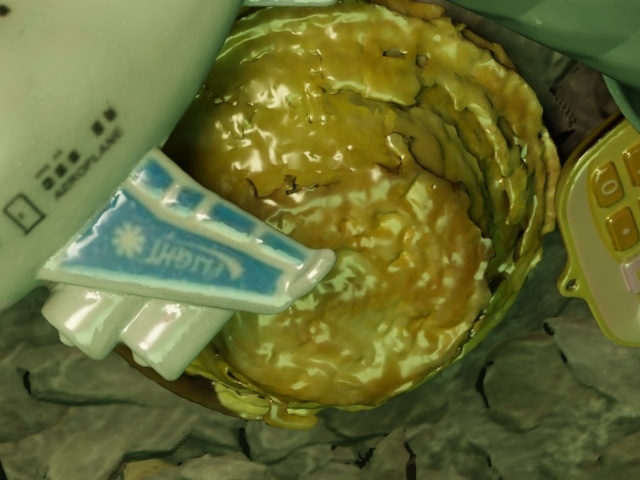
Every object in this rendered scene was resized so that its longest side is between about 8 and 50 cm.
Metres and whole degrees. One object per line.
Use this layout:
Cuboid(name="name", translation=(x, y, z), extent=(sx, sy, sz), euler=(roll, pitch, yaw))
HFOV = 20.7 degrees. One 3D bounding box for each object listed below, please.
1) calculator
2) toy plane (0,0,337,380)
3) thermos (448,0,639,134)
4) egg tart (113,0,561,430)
Cuboid(name="calculator", translation=(0.210, -0.042, 0.852), extent=(0.236, 0.033, 0.157), euler=(-33, 131, -7))
Cuboid(name="toy plane", translation=(-0.104, -0.067, 0.681), extent=(0.267, 0.122, 0.266), euler=(0, 95, -5))
Cuboid(name="thermos", translation=(0.176, -0.102, 0.714), extent=(0.287, 0.145, 0.182), euler=(25, 137, -17))
Cuboid(name="egg tart", translation=(0.000, 0.000, 0.802), extent=(0.241, 0.106, 0.241), euler=(-8, 126, -11))
